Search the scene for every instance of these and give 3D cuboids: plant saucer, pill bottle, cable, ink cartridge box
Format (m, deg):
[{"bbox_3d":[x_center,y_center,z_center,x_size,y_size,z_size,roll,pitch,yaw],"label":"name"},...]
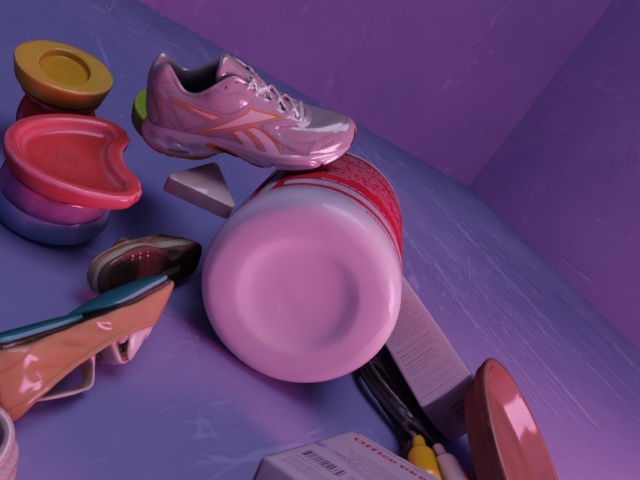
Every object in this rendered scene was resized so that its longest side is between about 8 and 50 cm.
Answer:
[{"bbox_3d":[0.236,0.278,0.730,0.278,0.041,0.278,49,28,-37],"label":"plant saucer"},{"bbox_3d":[0.000,0.000,0.862,0.229,0.229,0.408,34,19,-4],"label":"pill bottle"},{"bbox_3d":[0.132,0.240,0.759,0.139,0.072,0.287,33,18,-23],"label":"cable"},{"bbox_3d":[0.031,0.231,0.518,0.127,0.073,0.175,23,1,28],"label":"ink cartridge box"}]

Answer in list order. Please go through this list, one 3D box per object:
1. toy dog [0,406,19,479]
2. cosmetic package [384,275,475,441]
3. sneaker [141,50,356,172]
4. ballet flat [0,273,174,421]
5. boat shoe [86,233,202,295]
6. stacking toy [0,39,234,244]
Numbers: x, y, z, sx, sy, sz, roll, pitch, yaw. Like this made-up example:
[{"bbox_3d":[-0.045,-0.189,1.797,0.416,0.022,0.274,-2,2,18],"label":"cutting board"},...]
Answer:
[{"bbox_3d":[-0.254,0.113,0.271,0.333,0.161,0.220,15,29,-44],"label":"toy dog"},{"bbox_3d":[0.148,0.161,0.904,0.117,0.085,0.231,53,3,-39],"label":"cosmetic package"},{"bbox_3d":[-0.082,-0.159,0.737,0.262,0.121,0.099,3,38,-9],"label":"sneaker"},{"bbox_3d":[-0.209,0.091,0.556,0.232,0.080,0.073,-25,103,-63],"label":"ballet flat"},{"bbox_3d":[-0.215,0.024,0.717,0.072,0.068,0.190,24,9,14],"label":"boat shoe"},{"bbox_3d":[-0.267,-0.100,0.798,0.279,0.130,0.309,13,38,-27],"label":"stacking toy"}]
